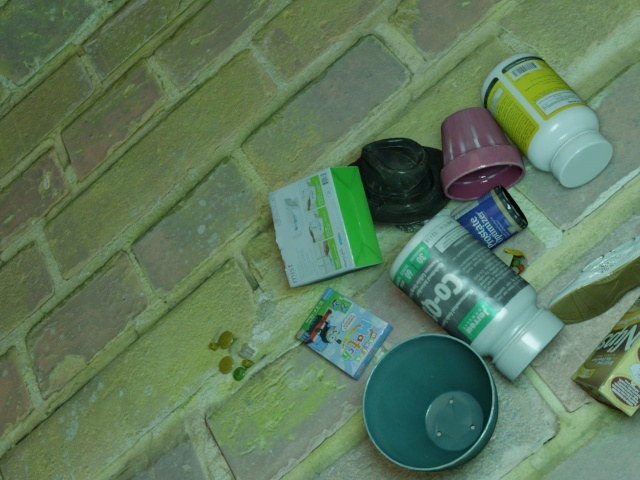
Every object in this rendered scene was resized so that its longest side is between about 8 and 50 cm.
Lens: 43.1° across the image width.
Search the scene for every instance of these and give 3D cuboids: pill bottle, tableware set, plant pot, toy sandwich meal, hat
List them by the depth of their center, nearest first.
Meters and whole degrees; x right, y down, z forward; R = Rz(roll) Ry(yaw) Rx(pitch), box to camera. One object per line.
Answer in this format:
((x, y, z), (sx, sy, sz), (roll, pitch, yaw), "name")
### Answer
((0.263, 0.372, 1.767), (0.290, 0.195, 0.290), (-13, 59, 23), "plant pot")
((0.345, 0.127, 1.797), (0.361, 0.204, 0.204), (43, 90, 18), "pill bottle")
((0.452, 0.052, 1.934), (0.086, 0.029, 0.085), (-13, 60, 23), "toy sandwich meal")
((0.377, -0.026, 1.952), (0.219, 0.123, 0.122), (-36, 53, 18), "pill bottle")
((0.547, -0.289, 1.960), (0.188, 0.188, 0.333), (-35, 53, 9), "pill bottle")
((0.381, -0.219, 1.993), (0.201, 0.201, 0.180), (-21, 67, 19), "plant pot")
((0.185, -0.184, 2.097), (0.332, 0.134, 0.331), (-12, 46, 13), "hat")
((-0.244, 0.309, 2.197), (0.154, 0.024, 0.104), (28, 84, 35), "tableware set")

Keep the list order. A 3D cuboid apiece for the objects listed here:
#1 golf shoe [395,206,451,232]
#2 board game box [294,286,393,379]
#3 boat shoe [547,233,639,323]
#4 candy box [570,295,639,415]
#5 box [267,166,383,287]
((0.256, -0.064, 2.098), (0.176, 0.069, 0.086), (16, 49, 34), "golf shoe")
((0.057, 0.233, 2.055), (0.212, 0.039, 0.160), (30, 81, 36), "board game box")
((0.622, 0.083, 1.792), (0.277, 0.098, 0.096), (-33, 30, 15), "boat shoe")
((0.663, 0.197, 1.638), (0.087, 0.183, 0.316), (41, 88, 2), "candy box")
((0.006, -0.032, 2.075), (0.231, 0.127, 0.261), (-21, 81, 40), "box")
